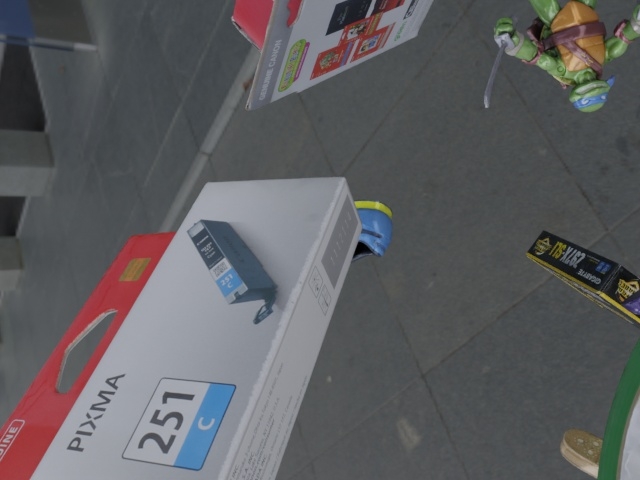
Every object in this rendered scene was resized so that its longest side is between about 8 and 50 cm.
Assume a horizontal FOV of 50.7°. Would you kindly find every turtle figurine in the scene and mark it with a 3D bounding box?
[{"bbox_3d":[0.340,-0.318,0.906,0.197,0.274,0.266,-20,79,43],"label":"turtle figurine"}]

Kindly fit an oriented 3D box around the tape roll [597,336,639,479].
[{"bbox_3d":[0.303,0.176,0.489,0.321,0.077,0.321,15,-90,-86],"label":"tape roll"}]

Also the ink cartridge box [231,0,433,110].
[{"bbox_3d":[0.021,-0.307,0.662,0.130,0.272,0.309,50,150,13],"label":"ink cartridge box"}]

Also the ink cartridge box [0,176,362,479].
[{"bbox_3d":[-0.128,0.074,0.526,0.261,0.296,0.066,-1,135,25],"label":"ink cartridge box"}]

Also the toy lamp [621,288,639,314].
[{"bbox_3d":[0.528,0.181,0.919,0.275,0.080,0.080,56,137,9],"label":"toy lamp"}]

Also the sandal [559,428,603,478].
[{"bbox_3d":[0.461,0.313,0.939,0.240,0.088,0.079,22,122,25],"label":"sandal"}]

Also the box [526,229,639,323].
[{"bbox_3d":[0.618,0.103,1.441,0.079,0.257,0.322,-55,15,6],"label":"box"}]

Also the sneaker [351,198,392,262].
[{"bbox_3d":[0.000,0.000,0.930,0.209,0.069,0.082,-6,57,31],"label":"sneaker"}]
